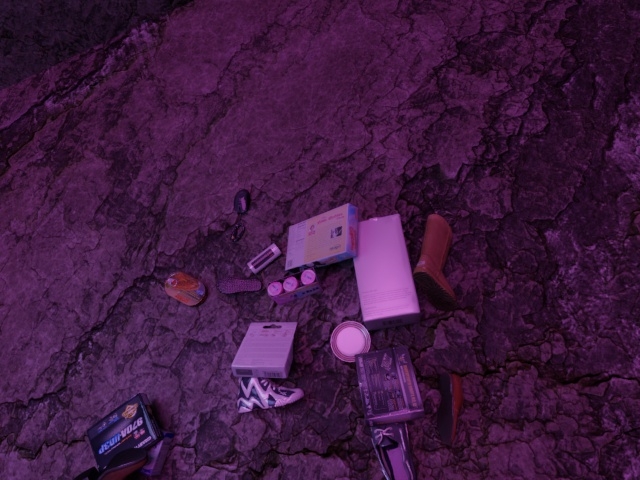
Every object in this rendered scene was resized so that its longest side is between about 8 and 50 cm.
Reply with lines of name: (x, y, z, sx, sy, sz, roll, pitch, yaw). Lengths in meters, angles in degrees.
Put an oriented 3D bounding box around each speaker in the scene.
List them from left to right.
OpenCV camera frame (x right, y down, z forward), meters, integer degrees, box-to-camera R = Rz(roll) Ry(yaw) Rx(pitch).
speaker: (-0.218, 0.071, 1.724, 0.136, 0.055, 0.055, -38, 65, -6)

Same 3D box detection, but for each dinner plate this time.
dinner plate: (0.106, 0.355, 1.550, 0.141, 0.017, 0.141, -5, 66, 11)

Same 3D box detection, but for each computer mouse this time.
computer mouse: (-0.341, -0.109, 1.837, 0.071, 0.041, 0.242, 0, 68, 11)

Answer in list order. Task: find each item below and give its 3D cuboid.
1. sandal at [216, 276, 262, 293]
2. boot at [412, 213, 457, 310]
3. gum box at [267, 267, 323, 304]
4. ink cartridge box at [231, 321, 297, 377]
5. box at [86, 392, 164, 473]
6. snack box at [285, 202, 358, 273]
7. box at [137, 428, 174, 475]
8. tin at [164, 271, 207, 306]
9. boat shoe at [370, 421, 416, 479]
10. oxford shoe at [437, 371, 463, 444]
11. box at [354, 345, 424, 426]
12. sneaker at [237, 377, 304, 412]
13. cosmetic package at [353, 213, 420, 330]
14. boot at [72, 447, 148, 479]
sandal: (-0.315, 0.179, 1.711, 0.179, 0.040, 0.067, 2, 72, -3)
boot: (0.426, 0.076, 1.545, 0.089, 0.236, 0.270, -14, 37, 39)
gum box: (-0.096, 0.172, 1.623, 0.188, 0.107, 0.062, -19, 64, 3)
ink cartridge box: (-0.186, 0.381, 1.548, 0.188, 0.066, 0.232, -2, 23, 10)
box: (-0.660, 0.653, 1.485, 0.220, 0.051, 0.175, -35, 63, -3)
snack box: (0.000, 0.000, 1.613, 0.321, 0.060, 0.187, -19, 58, 43)
box: (-0.593, 0.714, 1.513, 0.126, 0.072, 0.137, 10, 69, 15)
tin: (-0.534, 0.195, 1.748, 0.189, 0.040, 0.106, 23, 69, 20)
boat shoe: (0.217, 0.618, 1.365, 0.116, 0.099, 0.320, -19, 63, 7)
oxford shoe: (0.418, 0.528, 1.383, 0.075, 0.076, 0.213, 14, 77, -25)
box: (0.215, 0.461, 1.411, 0.182, 0.056, 0.231, -11, 44, 2)
sneaker: (-0.179, 0.491, 1.508, 0.234, 0.094, 0.153, -16, 73, 16)
cosmetic package: (0.223, 0.111, 1.556, 0.196, 0.155, 0.366, -10, 64, 8)
boot: (-0.607, 0.823, 1.389, 0.263, 0.096, 0.281, -28, 99, -4)
